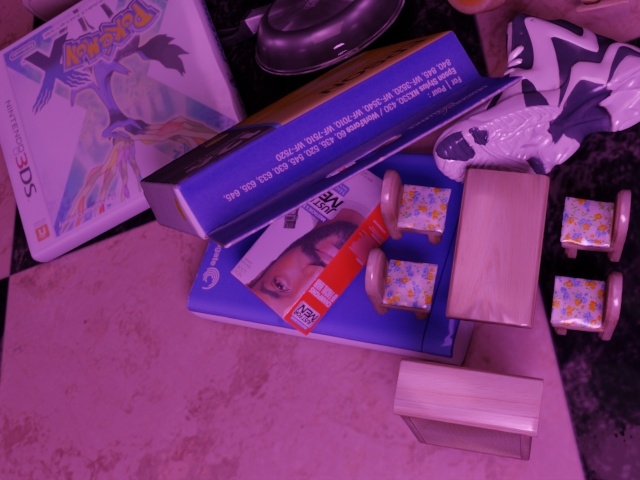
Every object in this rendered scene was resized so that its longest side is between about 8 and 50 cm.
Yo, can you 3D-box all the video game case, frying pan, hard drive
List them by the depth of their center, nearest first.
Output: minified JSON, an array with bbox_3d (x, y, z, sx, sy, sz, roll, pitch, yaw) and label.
[{"bbox_3d":[0.025,0.003,1.030,0.318,0.040,0.210,7,68,33],"label":"hard drive"},{"bbox_3d":[-0.034,-0.288,1.218,0.197,0.053,0.326,-45,40,-17],"label":"frying pan"},{"bbox_3d":[-0.268,-0.174,1.250,0.329,0.036,0.300,-26,71,15],"label":"video game case"}]

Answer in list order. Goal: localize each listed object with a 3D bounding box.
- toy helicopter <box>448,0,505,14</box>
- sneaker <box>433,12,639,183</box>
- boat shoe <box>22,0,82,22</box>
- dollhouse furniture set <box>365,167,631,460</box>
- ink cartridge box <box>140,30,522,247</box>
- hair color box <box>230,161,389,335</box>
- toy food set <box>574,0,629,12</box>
[{"bbox_3d":[0.086,-0.376,1.092,0.355,0.140,0.235,57,138,21],"label":"toy helicopter"},{"bbox_3d":[0.195,-0.148,0.967,0.235,0.094,0.153,-28,43,-5],"label":"sneaker"},{"bbox_3d":[-0.286,-0.383,1.387,0.324,0.116,0.097,-3,64,35],"label":"boat shoe"},{"bbox_3d":[0.141,0.047,0.824,0.212,0.161,0.242,6,73,14],"label":"dollhouse furniture set"},{"bbox_3d":[-0.012,-0.103,0.942,0.303,0.072,0.307,-31,11,-15],"label":"ink cartridge box"},{"bbox_3d":[0.000,0.000,0.985,0.093,0.053,0.167,37,87,38],"label":"hair color box"},{"bbox_3d":[0.304,-0.285,1.048,0.077,0.019,0.122,-6,53,27],"label":"toy food set"}]
